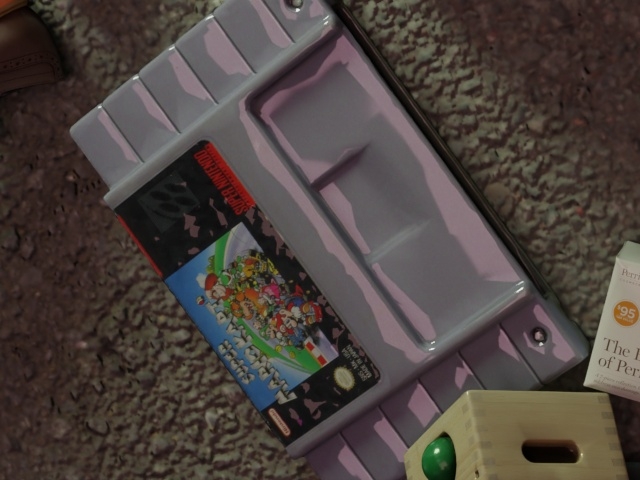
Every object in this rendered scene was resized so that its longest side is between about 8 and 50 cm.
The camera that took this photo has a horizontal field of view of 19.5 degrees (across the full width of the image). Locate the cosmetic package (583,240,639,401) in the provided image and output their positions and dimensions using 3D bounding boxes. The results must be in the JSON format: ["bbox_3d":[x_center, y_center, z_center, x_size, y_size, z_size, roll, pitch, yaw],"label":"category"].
[{"bbox_3d":[0.308,0.081,1.263,0.239,0.060,0.099,15,104,13],"label":"cosmetic package"}]

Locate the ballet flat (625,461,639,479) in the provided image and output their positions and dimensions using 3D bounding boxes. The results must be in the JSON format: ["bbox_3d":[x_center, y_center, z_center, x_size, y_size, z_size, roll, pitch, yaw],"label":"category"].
[{"bbox_3d":[0.252,0.196,1.299,0.203,0.074,0.074,4,102,17],"label":"ballet flat"}]

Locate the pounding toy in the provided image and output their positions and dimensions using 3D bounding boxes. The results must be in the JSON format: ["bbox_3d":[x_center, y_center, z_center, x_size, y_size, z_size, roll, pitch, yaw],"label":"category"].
[{"bbox_3d":[0.117,0.174,1.273,0.130,0.141,0.100,126,141,-53],"label":"pounding toy"}]

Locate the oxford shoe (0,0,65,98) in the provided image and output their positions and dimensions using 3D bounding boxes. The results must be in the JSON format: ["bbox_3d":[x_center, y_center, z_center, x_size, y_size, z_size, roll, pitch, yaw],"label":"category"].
[{"bbox_3d":[-0.317,-0.087,1.378,0.271,0.097,0.098,-32,96,4],"label":"oxford shoe"}]

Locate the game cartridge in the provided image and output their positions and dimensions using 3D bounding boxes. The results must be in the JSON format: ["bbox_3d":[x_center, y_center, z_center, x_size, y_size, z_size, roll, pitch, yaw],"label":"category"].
[{"bbox_3d":[0.000,0.000,1.345,0.230,0.068,0.355,-37,89,16],"label":"game cartridge"}]
